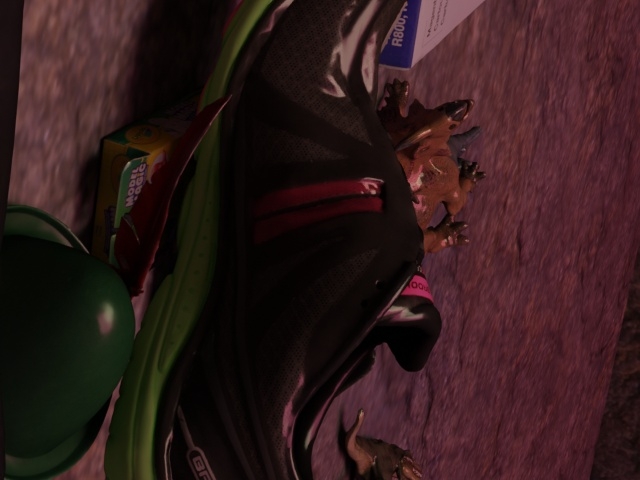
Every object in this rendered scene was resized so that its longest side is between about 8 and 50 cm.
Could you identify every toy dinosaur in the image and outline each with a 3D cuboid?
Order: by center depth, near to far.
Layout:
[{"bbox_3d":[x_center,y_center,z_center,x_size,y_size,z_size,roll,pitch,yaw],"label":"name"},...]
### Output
[{"bbox_3d":[0.064,-0.030,1.754,0.200,0.127,0.295,-37,145,-60],"label":"toy dinosaur"},{"bbox_3d":[0.060,0.277,2.124,0.268,0.064,0.118,49,47,-68],"label":"toy dinosaur"}]

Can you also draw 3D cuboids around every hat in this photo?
[{"bbox_3d":[-0.122,0.052,1.128,0.208,0.183,0.173,63,39,-31],"label":"hat"}]

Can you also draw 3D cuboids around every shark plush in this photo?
[{"bbox_3d":[0.140,-0.080,1.999,0.161,0.067,0.073,-31,136,-63],"label":"shark plush"}]

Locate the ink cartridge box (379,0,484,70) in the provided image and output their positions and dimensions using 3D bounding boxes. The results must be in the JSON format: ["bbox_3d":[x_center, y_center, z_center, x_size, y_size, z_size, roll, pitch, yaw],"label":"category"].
[{"bbox_3d":[0.107,-0.332,1.672,0.330,0.071,0.324,-48,151,-53],"label":"ink cartridge box"}]

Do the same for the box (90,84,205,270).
[{"bbox_3d":[-0.117,-0.041,1.351,0.179,0.043,0.105,-41,145,-61],"label":"box"}]

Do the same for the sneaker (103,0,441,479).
[{"bbox_3d":[0.000,0.000,1.307,0.185,0.202,0.483,47,57,-78],"label":"sneaker"}]

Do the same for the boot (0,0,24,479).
[{"bbox_3d":[-0.235,-0.063,0.703,0.367,0.146,0.445,-11,106,-70],"label":"boot"}]
